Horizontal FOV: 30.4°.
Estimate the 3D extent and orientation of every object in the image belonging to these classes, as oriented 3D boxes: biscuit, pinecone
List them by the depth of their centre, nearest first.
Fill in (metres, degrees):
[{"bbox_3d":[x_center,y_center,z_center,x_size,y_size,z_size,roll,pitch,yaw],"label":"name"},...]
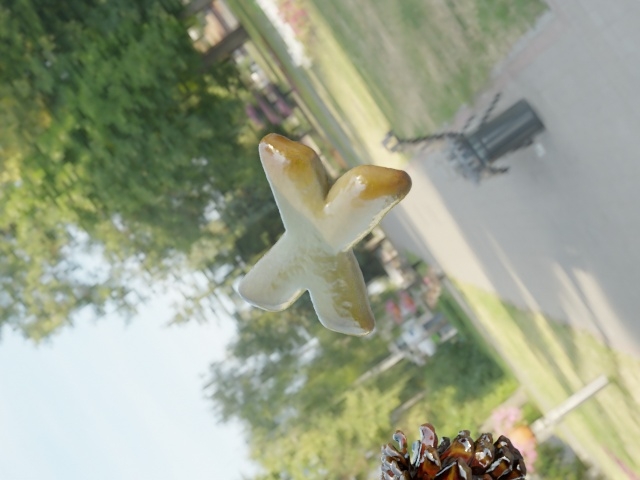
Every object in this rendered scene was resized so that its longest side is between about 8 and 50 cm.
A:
[{"bbox_3d":[0.088,0.172,0.811,0.102,0.109,0.102,29,127,47],"label":"pinecone"},{"bbox_3d":[-0.001,0.000,1.255,0.164,0.207,0.047,15,-149,7],"label":"biscuit"}]
